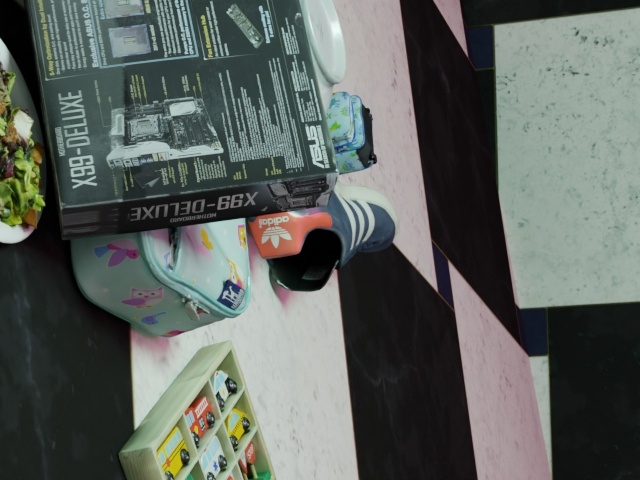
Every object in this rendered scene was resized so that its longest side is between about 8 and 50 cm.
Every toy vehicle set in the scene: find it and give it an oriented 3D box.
[{"bbox_3d":[-0.114,0.224,1.564,0.267,0.035,0.166,-55,130,-68],"label":"toy vehicle set"}]

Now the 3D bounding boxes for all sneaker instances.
[{"bbox_3d":[0.000,0.000,1.982,0.350,0.131,0.148,26,60,-62],"label":"sneaker"}]

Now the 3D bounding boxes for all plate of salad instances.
[{"bbox_3d":[-0.267,-0.097,1.302,0.200,0.048,0.200,-13,90,-73],"label":"plate of salad"}]

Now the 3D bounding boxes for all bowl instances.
[{"bbox_3d":[-0.053,-0.248,1.963,0.298,0.134,0.298,-14,90,-74],"label":"bowl"}]

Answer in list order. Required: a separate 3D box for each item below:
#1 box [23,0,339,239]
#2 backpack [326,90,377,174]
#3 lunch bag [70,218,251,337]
[{"bbox_3d":[-0.133,-0.166,1.413,0.076,0.242,0.308,112,-33,-67],"label":"box"},{"bbox_3d":[0.007,-0.140,2.101,0.084,0.114,0.105,56,23,-47],"label":"backpack"},{"bbox_3d":[-0.156,-0.053,1.520,0.224,0.107,0.279,42,38,-62],"label":"lunch bag"}]
